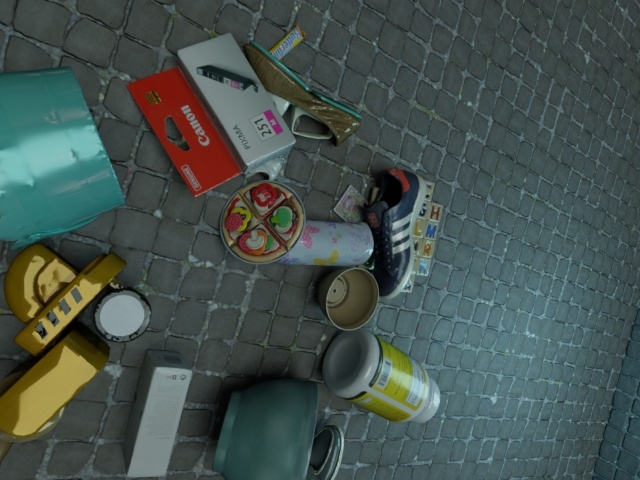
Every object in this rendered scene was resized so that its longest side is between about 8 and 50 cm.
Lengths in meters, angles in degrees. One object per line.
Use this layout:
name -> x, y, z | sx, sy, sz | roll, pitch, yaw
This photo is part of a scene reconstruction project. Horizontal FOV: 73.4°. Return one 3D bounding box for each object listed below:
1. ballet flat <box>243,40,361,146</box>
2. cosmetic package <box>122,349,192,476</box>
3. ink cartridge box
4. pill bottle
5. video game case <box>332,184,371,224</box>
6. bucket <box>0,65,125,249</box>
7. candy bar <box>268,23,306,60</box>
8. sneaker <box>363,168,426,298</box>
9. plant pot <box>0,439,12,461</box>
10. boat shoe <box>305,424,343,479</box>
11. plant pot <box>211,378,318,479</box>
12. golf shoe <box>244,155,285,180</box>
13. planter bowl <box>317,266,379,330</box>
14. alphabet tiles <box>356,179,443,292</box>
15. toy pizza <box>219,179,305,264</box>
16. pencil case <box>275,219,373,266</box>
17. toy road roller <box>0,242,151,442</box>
ballet flat -> -0.052, -0.318, 1.009 | 0.342, 0.116, 0.124 | 22, 110, -38
cosmetic package -> -0.355, 0.367, 0.926 | 0.085, 0.117, 0.231 | 16, 88, -30
ink cartridge box -> -0.222, -0.264, 0.889 | 0.238, 0.060, 0.275 | -32, 91, -23
pill bottle -> 0.180, 0.389, 1.198 | 0.333, 0.187, 0.188 | 36, 79, -30
video game case -> 0.096, -0.082, 1.180 | 0.122, 0.011, 0.087 | 40, 77, -29
bucket -> -0.456, -0.141, 0.703 | 0.182, 0.281, 0.282 | -22, 108, -23
candy bar -> -0.095, -0.447, 1.010 | 0.161, 0.018, 0.040 | -48, 118, -14
sneaker -> 0.171, -0.025, 1.144 | 0.148, 0.131, 0.351 | 16, 80, -35
plant pot -> -0.693, 0.361, 0.776 | 0.236, 0.032, 0.237 | -5, 100, -29
boat shoe -> -0.054, 0.631, 1.142 | 0.099, 0.116, 0.320 | 39, 83, -33
plant pot -> -0.135, 0.456, 0.996 | 0.196, 0.293, 0.294 | 14, 90, -5
golf shoe -> -0.167, -0.188, 0.982 | 0.176, 0.069, 0.086 | 21, 93, -30
planter bowl -> 0.058, 0.143, 1.135 | 0.161, 0.109, 0.162 | -4, 99, -29
alphabet tiles -> 0.242, -0.018, 1.267 | 0.284, 0.011, 0.343 | 9, 94, -33
toy pizza -> -0.134, -0.046, 0.966 | 0.201, 0.032, 0.202 | -2, 73, 8
pencil case -> 0.000, 0.000, 1.075 | 0.272, 0.113, 0.124 | 1, 56, -30
toy road roller -> -0.485, 0.153, 0.777 | 0.240, 0.202, 0.330 | 45, 69, -15
